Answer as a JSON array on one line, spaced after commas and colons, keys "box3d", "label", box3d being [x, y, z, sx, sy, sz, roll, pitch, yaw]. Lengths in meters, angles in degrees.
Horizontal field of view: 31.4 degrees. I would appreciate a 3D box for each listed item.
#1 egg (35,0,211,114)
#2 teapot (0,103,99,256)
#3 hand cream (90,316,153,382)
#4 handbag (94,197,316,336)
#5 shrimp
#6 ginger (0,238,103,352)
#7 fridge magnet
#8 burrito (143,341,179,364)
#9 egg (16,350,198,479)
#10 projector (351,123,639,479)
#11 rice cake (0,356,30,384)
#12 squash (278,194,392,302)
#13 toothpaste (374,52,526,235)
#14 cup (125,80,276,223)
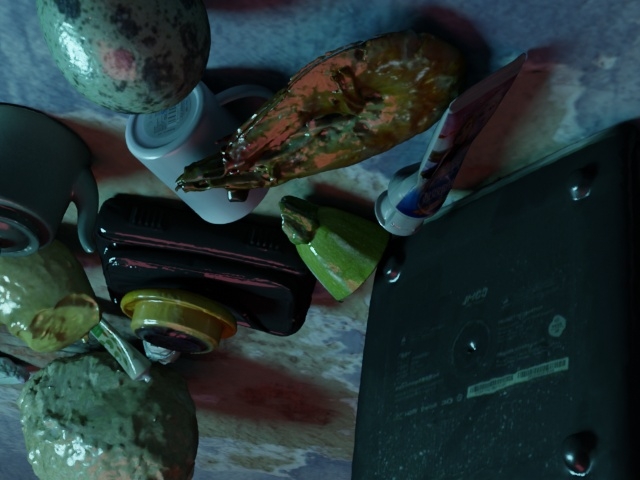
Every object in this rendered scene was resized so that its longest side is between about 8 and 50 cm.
[{"box3d": [-0.166, -0.183, 0.948, 0.132, 0.132, 0.172, -11, 134, 32], "label": "egg"}, {"box3d": [-0.355, -0.045, 1.240, 0.239, 0.149, 0.162, 11, 153, -7], "label": "teapot"}, {"box3d": [-0.300, 0.140, 1.628, 0.165, 0.037, 0.057, 45, 147, 1], "label": "hand cream"}, {"box3d": [-0.144, 0.046, 1.426, 0.275, 0.088, 0.244, 8, 156, -2], "label": "handbag"}, {"box3d": [-0.006, -0.109, 1.044, 0.294, 0.062, 0.154, -27, 148, 8], "label": "shrimp"}, {"box3d": [-0.400, 0.056, 1.454, 0.267, 0.152, 0.138, 15, -176, 26], "label": "ginger"}, {"box3d": [-0.170, 0.096, 1.364, 0.143, 0.063, 0.143, 11, 160, 4], "label": "fridge magnet"}, {"box3d": [-0.222, 0.140, 1.616, 0.064, 0.064, 0.203, 12, 164, -6], "label": "burrito"}, {"box3d": [-0.320, 0.291, 1.733, 0.310, 0.279, 0.279, 13, 158, 33], "label": "egg"}, {"box3d": [0.230, 0.146, 1.162, 0.242, 0.405, 0.395, 26, 147, -30], "label": "projector"}, {"box3d": [-0.612, 0.209, 1.900, 0.198, 0.037, 0.189, -19, 141, 42], "label": "rice cake"}, {"box3d": [-0.001, -0.007, 1.295, 0.132, 0.105, 0.105, 35, 145, -15], "label": "squash"}, {"box3d": [0.118, -0.085, 1.110, 0.061, 0.096, 0.266, 49, 152, 11], "label": "toothpaste"}, {"box3d": [-0.108, -0.104, 1.142, 0.099, 0.136, 0.133, 30, 170, 42], "label": "cup"}]
